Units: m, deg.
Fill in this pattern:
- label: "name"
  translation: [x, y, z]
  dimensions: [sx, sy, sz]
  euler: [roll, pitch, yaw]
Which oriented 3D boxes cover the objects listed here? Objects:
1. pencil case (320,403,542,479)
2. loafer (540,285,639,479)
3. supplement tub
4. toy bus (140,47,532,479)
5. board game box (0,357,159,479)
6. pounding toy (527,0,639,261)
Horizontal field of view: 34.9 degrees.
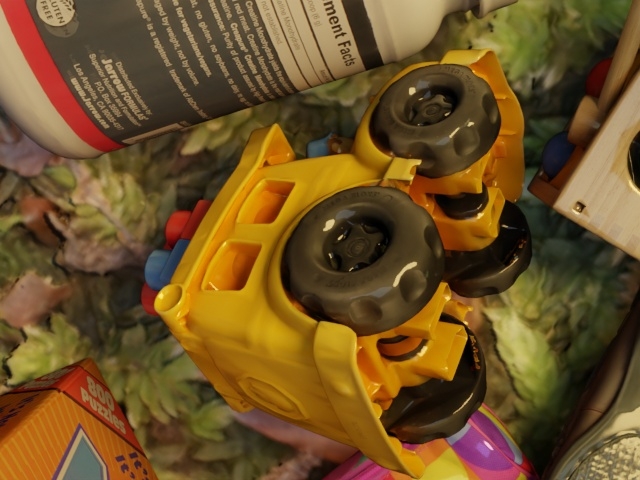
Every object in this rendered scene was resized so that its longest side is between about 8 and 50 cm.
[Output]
- label: "pencil case"
  translation: [0.028, 0.183, 0.643]
  dimensions: [0.104, 0.104, 0.236]
  euler: [45, 99, -3]
- label: "loafer"
  translation: [0.191, 0.111, 0.594]
  dimensions: [0.096, 0.084, 0.267]
  euler: [26, 84, 4]
- label: "supplement tub"
  translation: [-0.048, -0.167, 0.545]
  dimensions: [0.272, 0.191, 0.191]
  euler: [-17, 97, 6]
- label: "toy bus"
  translation: [0.000, 0.000, 0.591]
  dimensions: [0.211, 0.149, 0.220]
  euler: [9, 57, 30]
- label: "board game box"
  translation: [-0.240, 0.334, 0.550]
  dimensions: [0.356, 0.356, 0.356]
  euler: [-27, 96, 6]
- label: "pounding toy"
  translation: [0.176, -0.067, 0.571]
  dimensions: [0.100, 0.141, 0.130]
  euler: [31, 99, 0]
